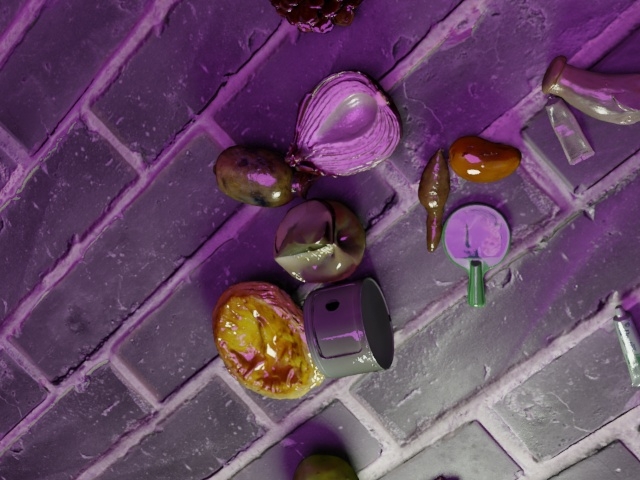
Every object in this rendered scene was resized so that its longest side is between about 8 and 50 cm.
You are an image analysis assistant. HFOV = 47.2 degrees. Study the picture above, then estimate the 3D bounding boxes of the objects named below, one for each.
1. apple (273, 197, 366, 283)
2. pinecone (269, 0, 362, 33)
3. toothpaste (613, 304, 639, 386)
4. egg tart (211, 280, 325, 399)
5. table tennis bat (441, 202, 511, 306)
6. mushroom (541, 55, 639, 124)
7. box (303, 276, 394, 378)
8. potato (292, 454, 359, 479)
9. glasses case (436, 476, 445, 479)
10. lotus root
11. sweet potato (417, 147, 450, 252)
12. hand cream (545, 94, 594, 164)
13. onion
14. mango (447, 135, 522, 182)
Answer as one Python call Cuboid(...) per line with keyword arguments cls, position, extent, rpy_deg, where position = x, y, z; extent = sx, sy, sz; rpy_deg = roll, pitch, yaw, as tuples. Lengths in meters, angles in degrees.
Cuboid(cls="apple", position=(0.000, 0.000, 1.753), extent=(0.188, 0.174, 0.207), rpy_deg=(-18, 106, 41))
Cuboid(cls="pinecone", position=(-0.017, -0.553, 1.550), extent=(0.222, 0.221, 0.221), rpy_deg=(5, 110, 15))
Cuboid(cls="toothpaste", position=(0.725, 0.247, 1.700), extent=(0.064, 0.041, 0.218), rpy_deg=(-16, 106, 32))
Cuboid(cls="egg tart", position=(-0.125, 0.247, 1.884), extent=(0.342, 0.132, 0.341), rpy_deg=(11, 116, 24))
Cuboid(cls="table tennis bat", position=(0.368, 0.036, 1.732), extent=(0.161, 0.039, 0.256), rpy_deg=(1, 106, 18))
Cuboid(cls="mushroom", position=(0.584, -0.305, 1.519), extent=(0.247, 0.096, 0.108), rpy_deg=(18, 135, 13))
Cuboid(cls="box", position=(0.072, 0.213, 1.773), extent=(0.150, 0.226, 0.226), rpy_deg=(-14, 104, 20))
Cuboid(cls="potato", position=(0.022, 0.727, 1.979), extent=(0.216, 0.216, 0.304), rpy_deg=(1, 111, 16))
Cuboid(cls="glasses case", position=(0.369, 0.721, 1.948), extent=(0.193, 0.070, 0.102), rpy_deg=(42, 113, -1))
Cuboid(cls="lotus root", position=(-0.123, -0.147, 1.748), extent=(0.278, 0.154, 0.154), rpy_deg=(12, 111, 11))
Cuboid(cls="sweet potato", position=(0.262, -0.099, 1.698), extent=(0.075, 0.074, 0.269), rpy_deg=(7, 121, 14))
Cuboid(cls="hand cream", position=(0.535, -0.244, 1.593), extent=(0.057, 0.037, 0.165), rpy_deg=(-27, 107, 22))
Cuboid(cls="onion", position=(0.041, -0.254, 1.675), extent=(0.284, 0.120, 0.227), rpy_deg=(-28, 96, 15))
Cuboid(cls="mango", position=(0.363, -0.175, 1.633), extent=(0.160, 0.084, 0.105), rpy_deg=(13, 117, 12))
